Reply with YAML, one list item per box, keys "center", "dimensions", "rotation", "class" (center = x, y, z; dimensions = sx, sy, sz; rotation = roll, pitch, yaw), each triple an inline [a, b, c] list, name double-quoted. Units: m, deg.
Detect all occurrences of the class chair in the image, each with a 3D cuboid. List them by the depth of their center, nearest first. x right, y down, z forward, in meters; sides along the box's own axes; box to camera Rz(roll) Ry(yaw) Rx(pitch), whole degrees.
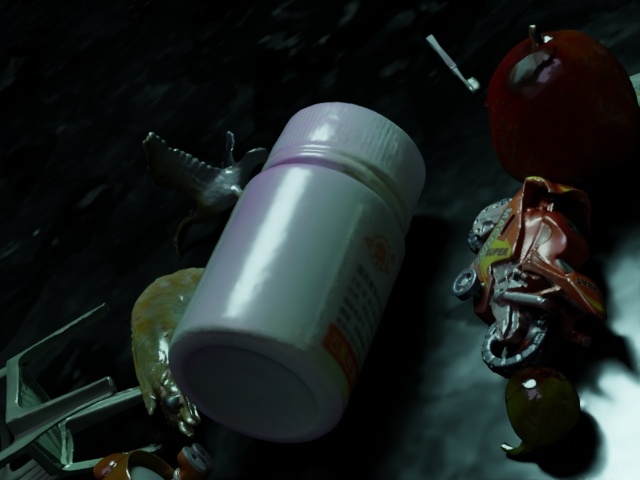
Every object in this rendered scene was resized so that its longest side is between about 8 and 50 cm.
- center: [-0.346, 0.249, 2.046]
  dimensions: [0.274, 0.190, 0.203]
  rotation: [-25, 32, 7]
  class: "chair"

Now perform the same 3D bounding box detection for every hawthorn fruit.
- center: [0.277, -0.164, 1.882]
  dimensions: [0.185, 0.202, 0.185]
  rotation: [-20, 31, 12]
  class: "hawthorn fruit"

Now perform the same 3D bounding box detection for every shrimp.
- center: [-0.157, 0.139, 2.058]
  dimensions: [0.168, 0.077, 0.317]
  rotation: [-11, 39, -2]
  class: "shrimp"

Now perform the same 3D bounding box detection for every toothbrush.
- center: [0.187, -0.250, 2.268]
  dimensions: [0.017, 0.014, 0.194]
  rotation: [-34, 32, 1]
  class: "toothbrush"

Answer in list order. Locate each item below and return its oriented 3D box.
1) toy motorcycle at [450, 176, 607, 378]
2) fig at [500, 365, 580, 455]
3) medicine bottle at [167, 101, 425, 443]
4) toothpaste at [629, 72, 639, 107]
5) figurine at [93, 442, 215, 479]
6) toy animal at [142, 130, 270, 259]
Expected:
- center: [0.236, 0.026, 1.795]
  dimensions: [0.171, 0.089, 0.298]
  rotation: [-32, 32, 20]
  class: "toy motorcycle"
- center: [0.224, 0.180, 1.645]
  dimensions: [0.084, 0.082, 0.098]
  rotation: [15, 99, 37]
  class: "fig"
- center: [-0.019, 0.032, 1.926]
  dimensions: [0.219, 0.219, 0.388]
  rotation: [-12, 41, 36]
  class: "medicine bottle"
- center: [0.456, -0.207, 1.921]
  dimensions: [0.255, 0.037, 0.067]
  rotation: [-20, 42, 33]
  class: "toothpaste"
- center: [-0.228, 0.341, 1.852]
  dimensions: [0.271, 0.143, 0.143]
  rotation: [-58, 31, 7]
  class: "figurine"
- center: [-0.158, -0.062, 2.286]
  dimensions: [0.160, 0.272, 0.197]
  rotation: [11, 93, 31]
  class: "toy animal"
